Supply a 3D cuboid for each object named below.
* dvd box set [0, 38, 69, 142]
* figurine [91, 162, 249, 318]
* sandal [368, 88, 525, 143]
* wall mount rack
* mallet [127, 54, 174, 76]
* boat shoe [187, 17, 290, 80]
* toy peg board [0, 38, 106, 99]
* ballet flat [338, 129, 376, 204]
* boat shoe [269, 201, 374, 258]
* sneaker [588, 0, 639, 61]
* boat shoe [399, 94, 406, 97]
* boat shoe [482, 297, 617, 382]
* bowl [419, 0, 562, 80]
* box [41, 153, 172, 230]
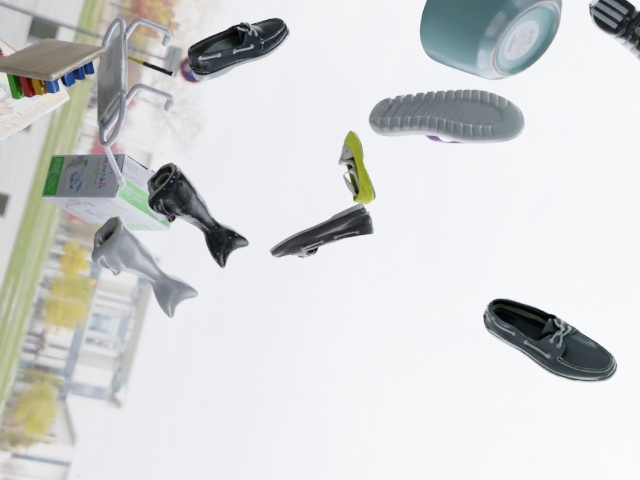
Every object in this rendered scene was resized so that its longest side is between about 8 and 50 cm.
[{"bbox_3d":[-0.810,-0.332,1.845,0.307,0.062,0.420,-32,177,-1],"label":"dvd box set"},{"bbox_3d":[-0.259,0.011,1.357,0.215,0.209,0.092,-45,-150,-4],"label":"figurine"},{"bbox_3d":[0.328,-0.306,1.996,0.416,0.102,0.169,11,-120,29],"label":"sandal"},{"bbox_3d":[-0.423,-0.298,1.675,0.304,0.130,0.350,-42,-135,39],"label":"wall mount rack"},{"bbox_3d":[-0.501,-0.506,2.178,0.062,0.189,0.039,-80,-172,-50],"label":"mallet"},{"bbox_3d":[-0.218,-0.535,2.090,0.114,0.302,0.091,44,-20,34],"label":"boat shoe"},{"bbox_3d":[-0.538,-0.336,1.555,0.161,0.160,0.079,-49,145,-47],"label":"toy peg board"},{"bbox_3d":[0.094,-0.211,2.227,0.077,0.077,0.231,137,-60,-63],"label":"ballet flat"},{"bbox_3d":[0.000,0.000,2.181,0.335,0.112,0.096,-26,-93,27],"label":"boat shoe"},{"bbox_3d":[0.730,-0.476,1.774,0.106,0.281,0.162,-51,-168,20],"label":"sneaker"},{"bbox_3d":[0.319,-0.411,2.456,0.070,0.219,0.078,-51,-132,34],"label":"boat shoe"},{"bbox_3d":[0.518,0.222,1.760,0.116,0.319,0.099,-54,152,-21],"label":"boat shoe"},{"bbox_3d":[0.379,-0.460,1.607,0.163,0.311,0.312,51,-51,33],"label":"bowl"},{"bbox_3d":[-0.541,-0.123,2.017,0.262,0.231,0.127,43,52,-63],"label":"box"}]
